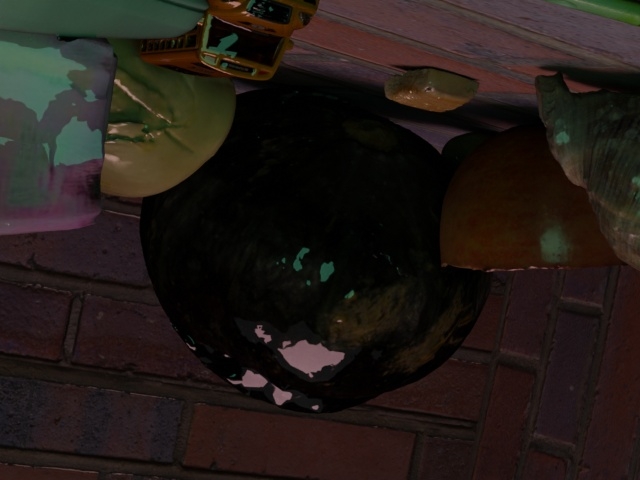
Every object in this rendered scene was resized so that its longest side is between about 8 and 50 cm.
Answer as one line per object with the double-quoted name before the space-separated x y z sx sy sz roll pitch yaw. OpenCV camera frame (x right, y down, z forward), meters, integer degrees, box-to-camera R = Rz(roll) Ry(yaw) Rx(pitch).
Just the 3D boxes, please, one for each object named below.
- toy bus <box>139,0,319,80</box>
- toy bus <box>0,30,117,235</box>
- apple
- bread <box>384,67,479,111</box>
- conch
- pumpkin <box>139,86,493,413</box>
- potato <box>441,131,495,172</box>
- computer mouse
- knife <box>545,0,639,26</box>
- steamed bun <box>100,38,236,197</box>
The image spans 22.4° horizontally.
"toy bus" -0.077 -0.172 1.276 0.083 0.088 0.194 13 179 -25
"toy bus" -0.261 -0.131 1.193 0.162 0.171 0.386 9 -160 -23
"apple" 0.276 -0.054 1.847 0.251 0.163 0.293 -1 -175 36
"bread" 0.113 -0.156 1.655 0.070 0.035 0.083 12 173 -30
"conch" 0.286 -0.068 1.444 0.245 0.163 0.178 43 175 23
"pumpkin" 0.000 0.000 2.018 0.454 0.344 0.454 20 -146 -14
"potato" 0.252 -0.096 2.135 0.188 0.085 0.105 8 157 5
"computer mouse" -0.183 -0.195 1.028 0.159 0.097 0.288 25 -163 25
"knife" 0.167 -0.165 1.069 0.212 0.015 0.054 13 171 -16
"steamed bun" -0.230 -0.144 1.492 0.273 0.166 0.232 26 -177 43
